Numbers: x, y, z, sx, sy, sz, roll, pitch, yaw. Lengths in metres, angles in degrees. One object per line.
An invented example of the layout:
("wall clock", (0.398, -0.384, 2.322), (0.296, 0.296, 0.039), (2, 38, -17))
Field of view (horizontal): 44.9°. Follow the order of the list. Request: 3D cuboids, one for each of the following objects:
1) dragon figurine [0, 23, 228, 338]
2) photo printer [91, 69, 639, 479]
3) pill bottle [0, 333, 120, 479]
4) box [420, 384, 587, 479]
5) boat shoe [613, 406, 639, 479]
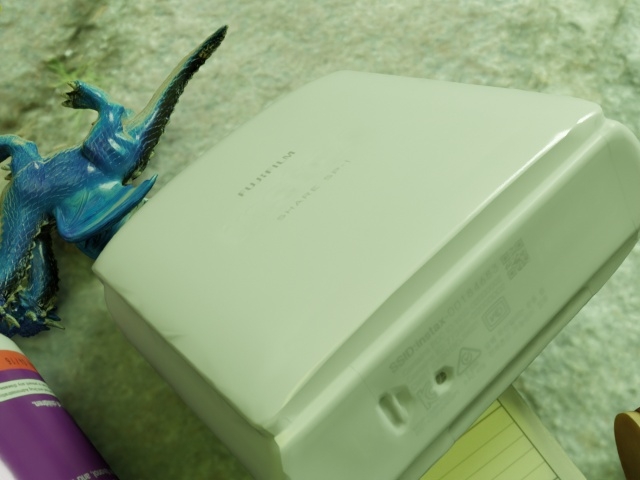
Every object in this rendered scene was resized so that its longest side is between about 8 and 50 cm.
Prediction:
("dragon figurine", (-0.165, -0.038, 0.593), (0.289, 0.085, 0.144), (-31, 74, -6))
("photo printer", (0.000, 0.000, 0.487), (0.256, 0.107, 0.307), (-41, 32, -15))
("pill bottle", (-0.183, 0.220, 0.466), (0.181, 0.181, 0.323), (-41, 75, -9))
("box", (0.113, 0.208, 0.483), (0.148, 0.121, 0.311), (-34, 74, -6))
("boat shoe", (0.264, 0.202, 0.506), (0.073, 0.073, 0.207), (-20, 80, -5))
